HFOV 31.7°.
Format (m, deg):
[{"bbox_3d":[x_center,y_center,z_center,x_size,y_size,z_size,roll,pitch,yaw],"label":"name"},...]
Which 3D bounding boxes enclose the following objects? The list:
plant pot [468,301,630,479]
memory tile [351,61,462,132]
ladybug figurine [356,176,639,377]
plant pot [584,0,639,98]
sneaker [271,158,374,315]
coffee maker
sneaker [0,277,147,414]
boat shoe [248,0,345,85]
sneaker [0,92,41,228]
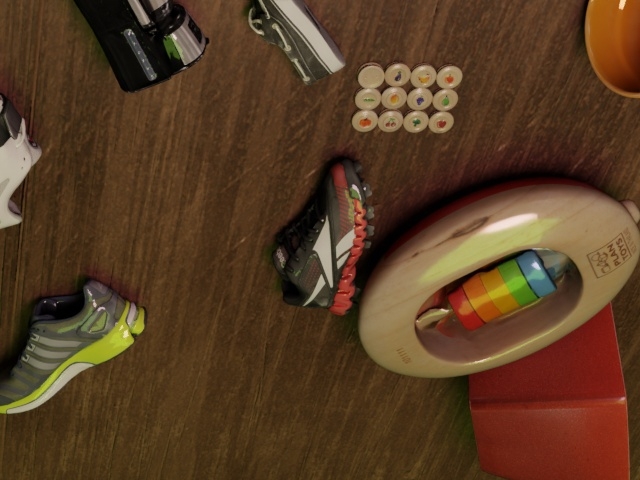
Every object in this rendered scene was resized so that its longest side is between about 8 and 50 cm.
[{"bbox_3d":[0.364,0.248,1.829,0.236,0.267,0.267,-6,131,11],"label":"plant pot"},{"bbox_3d":[0.119,-0.196,1.559,0.148,0.012,0.113,0,129,-9],"label":"memory tile"},{"bbox_3d":[0.259,0.041,1.684,0.449,0.162,0.305,-25,130,11],"label":"ladybug figurine"},{"bbox_3d":[0.480,-0.276,1.448,0.188,0.205,0.205,3,131,-31],"label":"plant pot"},{"bbox_3d":[0.000,0.000,1.647,0.135,0.097,0.276,-1,131,-12],"label":"sneaker"},{"bbox_3d":[-0.247,-0.281,1.373,0.171,0.120,0.178,-3,133,24],"label":"coffee maker"},{"bbox_3d":[-0.413,0.154,1.716,0.300,0.111,0.121,-34,117,11],"label":"sneaker"},{"bbox_3d":[-0.051,-0.278,1.418,0.070,0.078,0.219,-30,130,14],"label":"boat shoe"},{"bbox_3d":[-0.435,-0.149,1.451,0.146,0.122,0.330,-9,132,-27],"label":"sneaker"}]
